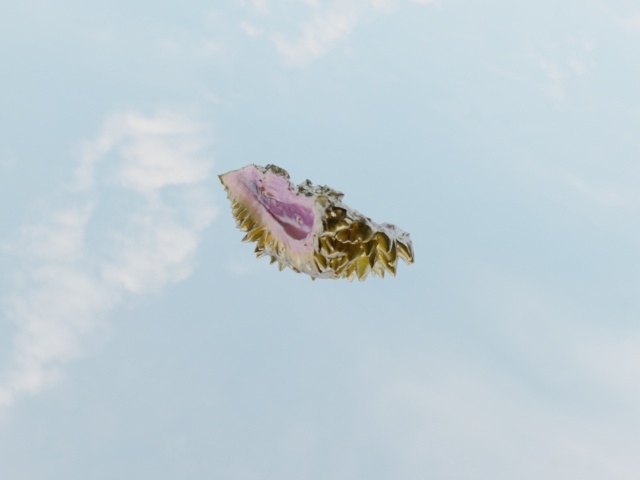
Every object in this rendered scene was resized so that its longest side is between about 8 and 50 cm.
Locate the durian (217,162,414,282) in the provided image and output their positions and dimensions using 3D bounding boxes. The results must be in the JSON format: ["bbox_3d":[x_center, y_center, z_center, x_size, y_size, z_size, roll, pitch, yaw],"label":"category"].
[{"bbox_3d":[0.001,-0.001,0.932,0.191,0.341,0.112,30,-94,-30],"label":"durian"}]
